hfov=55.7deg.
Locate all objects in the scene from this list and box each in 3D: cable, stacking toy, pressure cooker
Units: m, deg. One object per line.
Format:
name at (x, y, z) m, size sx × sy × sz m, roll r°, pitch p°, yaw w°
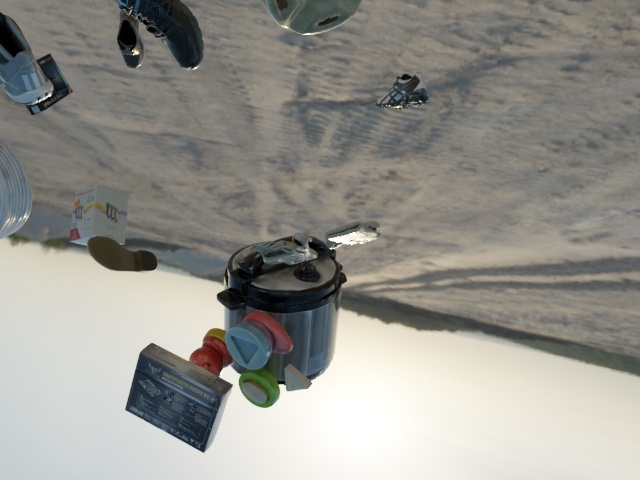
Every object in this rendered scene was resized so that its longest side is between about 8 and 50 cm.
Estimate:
cable at (-0.757, -0.116, 1.306) m, size 0.257 × 0.257 × 0.089 m, roll -4°, pitch -166°, yaw 14°
stacking toy at (-0.202, 0.354, 1.639) m, size 0.309 × 0.279 × 0.130 m, roll -31°, pitch -174°, yaw 39°
pressure cooker at (-0.112, 0.185, 1.866) m, size 0.375 × 0.420 × 0.370 m, roll 6°, pitch -154°, yaw 3°

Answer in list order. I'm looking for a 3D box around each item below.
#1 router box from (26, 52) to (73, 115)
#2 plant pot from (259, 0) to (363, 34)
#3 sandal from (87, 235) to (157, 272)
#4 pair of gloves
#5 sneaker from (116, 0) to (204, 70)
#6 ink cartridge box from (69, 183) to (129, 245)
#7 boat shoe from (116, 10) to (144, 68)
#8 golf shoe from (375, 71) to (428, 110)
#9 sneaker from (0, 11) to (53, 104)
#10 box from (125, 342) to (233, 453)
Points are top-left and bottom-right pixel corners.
router box at (-0.590, -0.331, 1.279) m, size 0.038 × 0.092 × 0.122 m, roll -15°, pitch -151°, yaw 20°
plant pot at (-0.049, -0.572, 1.143) m, size 0.333 × 0.305 × 0.334 m, roll -20°, pitch 154°, yaw -10°
sandal at (-0.555, 0.054, 1.639) m, size 0.079 × 0.088 × 0.240 m, roll -19°, pitch 160°, yaw 26°
pair of gloves at (0.000, 0.000, 1.213) m, size 0.240 × 0.042 × 0.204 m, roll -16°, pitch 171°, yaw 19°
sneaker at (-0.390, -0.530, 1.374) m, size 0.125 × 0.140 × 0.341 m, roll 6°, pitch 135°, yaw 43°
ink cartridge box at (-0.723, -0.077, 1.985) m, size 0.128 × 0.176 × 0.127 m, roll -12°, pitch 159°, yaw 34°
boat shoe at (-0.509, -0.526, 1.602) m, size 0.066 × 0.066 × 0.183 m, roll 7°, pitch 141°, yaw -3°
golf shoe at (0.230, -0.418, 1.702) m, size 0.077 × 0.094 × 0.198 m, roll -3°, pitch -176°, yaw -35°
sneaker at (-0.528, -0.322, 0.973) m, size 0.228 × 0.086 × 0.132 m, roll 29°, pitch 145°, yaw 18°
box at (-0.341, 0.374, 1.445) m, size 0.231 × 0.183 × 0.056 m, roll 24°, pitch -158°, yaw 10°
